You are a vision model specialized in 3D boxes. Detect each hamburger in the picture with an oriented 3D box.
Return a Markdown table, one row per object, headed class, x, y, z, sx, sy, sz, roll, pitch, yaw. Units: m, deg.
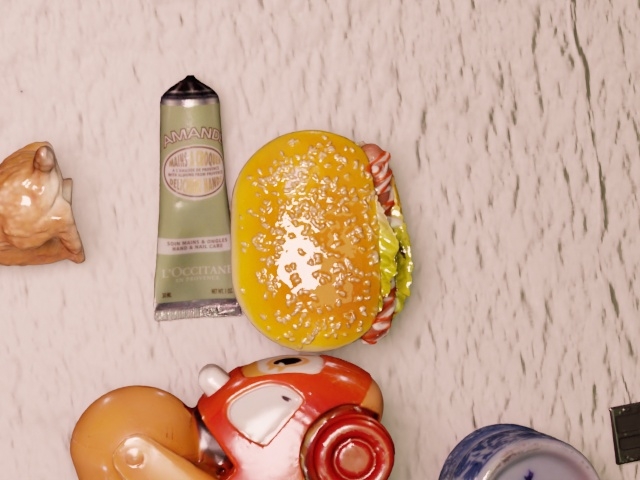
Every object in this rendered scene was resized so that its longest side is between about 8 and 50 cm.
| class | x | y | z | sx | sy | sz | roll | pitch | yaw |
| --- | --- | --- | --- | --- | --- | --- | --- | --- | --- |
| hamburger | 0.000 | 0.000 | 1.293 | 0.173 | 0.116 | 0.210 | 0 | 88 | -12 |

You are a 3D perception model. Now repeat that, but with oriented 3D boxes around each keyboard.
| class | x | y | z | sx | sy | sz | roll | pitch | yaw |
| --- | --- | --- | --- | --- | --- | --- | --- | --- | --- |
| keyboard | 0.401 | 0.192 | 1.445 | 0.198 | 0.010 | 0.064 | -8 | 91 | -14 |

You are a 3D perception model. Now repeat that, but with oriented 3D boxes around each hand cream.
| class | x | y | z | sx | sy | sz | roll | pitch | yaw |
| --- | --- | --- | --- | --- | --- | --- | --- | --- | --- |
| hand cream | -0.120 | -0.040 | 1.300 | 0.086 | 0.055 | 0.235 | -3 | 98 | -11 |

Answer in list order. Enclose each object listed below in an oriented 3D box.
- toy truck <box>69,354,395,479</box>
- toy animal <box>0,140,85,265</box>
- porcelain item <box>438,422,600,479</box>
| class | x | y | z | sx | sy | sz | roll | pitch | yaw |
| --- | --- | --- | --- | --- | --- | --- | --- | --- | --- |
| toy truck | -0.081 | 0.186 | 1.242 | 0.239 | 0.189 | 0.265 | 42 | 87 | -4 |
| toy animal | -0.310 | -0.024 | 1.192 | 0.185 | 0.184 | 0.104 | -10 | 68 | -6 |
| porcelain item | 0.195 | 0.259 | 1.341 | 0.147 | 0.114 | 0.147 | 0 | 91 | -15 |
